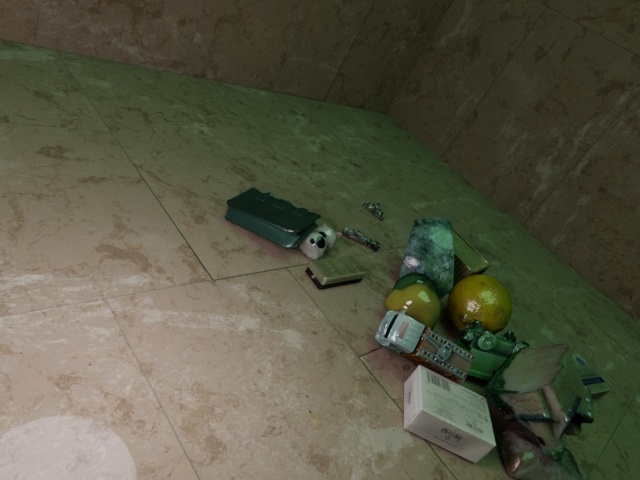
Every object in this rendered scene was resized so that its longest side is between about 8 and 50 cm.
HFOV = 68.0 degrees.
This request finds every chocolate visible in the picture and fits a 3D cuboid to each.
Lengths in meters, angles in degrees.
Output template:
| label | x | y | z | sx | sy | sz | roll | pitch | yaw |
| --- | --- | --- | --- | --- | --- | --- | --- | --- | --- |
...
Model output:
| label | x | y | z | sx | sy | sz | roll | pitch | yaw |
| --- | --- | --- | --- | --- | --- | --- | --- | --- | --- |
| chocolate | 0.725 | 0.709 | 1.537 | 0.303 | 0.100 | 0.185 | 27 | 27 | -13 |

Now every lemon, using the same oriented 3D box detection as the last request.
| label | x | y | z | sx | sy | sz | roll | pitch | yaw |
| --- | --- | --- | --- | --- | --- | --- | --- | --- | --- |
| lemon | 0.651 | 0.273 | 1.950 | 0.258 | 0.257 | 0.310 | 42 | 30 | 18 |

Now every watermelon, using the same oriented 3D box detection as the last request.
| label | x | y | z | sx | sy | sz | roll | pitch | yaw |
| --- | --- | --- | --- | --- | --- | --- | --- | --- | --- |
| watermelon | 0.471 | 0.097 | 2.112 | 0.229 | 0.386 | 0.258 | 8 | -11 | 8 |

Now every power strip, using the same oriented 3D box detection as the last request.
| label | x | y | z | sx | sy | sz | roll | pitch | yaw |
| --- | --- | --- | --- | --- | --- | --- | --- | --- | --- |
| power strip | 0.060 | 0.121 | 1.835 | 0.257 | 0.070 | 0.105 | -7 | 46 | -45 |

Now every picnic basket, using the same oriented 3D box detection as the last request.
| label | x | y | z | sx | sy | sz | roll | pitch | yaw |
| --- | --- | --- | --- | --- | --- | --- | --- | --- | --- |
| picnic basket | 0.619 | 0.085 | 2.292 | 0.228 | 0.175 | 0.312 | -10 | 53 | -50 |

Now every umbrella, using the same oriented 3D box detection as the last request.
| label | x | y | z | sx | sy | sz | roll | pitch | yaw |
| --- | --- | --- | --- | --- | --- | --- | --- | --- | --- |
| umbrella | 0.189 | -0.013 | 2.170 | 0.188 | 0.050 | 0.046 | 28 | 8 | -5 |

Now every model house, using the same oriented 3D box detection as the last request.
| label | x | y | z | sx | sy | sz | roll | pitch | yaw |
| --- | --- | --- | --- | --- | --- | --- | --- | --- | --- |
| model house | 0.734 | 0.531 | 1.547 | 0.298 | 0.243 | 0.284 | -28 | 88 | -42 |

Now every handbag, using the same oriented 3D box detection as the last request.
| label | x | y | z | sx | sy | sz | roll | pitch | yaw |
| --- | --- | --- | --- | --- | --- | --- | --- | --- | --- |
| handbag | -0.187 | -0.095 | 1.849 | 0.327 | 0.089 | 0.238 | 23 | 31 | 16 |

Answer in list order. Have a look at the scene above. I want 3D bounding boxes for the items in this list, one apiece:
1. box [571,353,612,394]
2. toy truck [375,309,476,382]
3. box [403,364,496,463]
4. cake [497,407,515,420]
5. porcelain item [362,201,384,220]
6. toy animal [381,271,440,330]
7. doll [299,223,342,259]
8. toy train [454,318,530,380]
| label | x | y | z | sx | sy | sz | roll | pitch | yaw |
| --- | --- | --- | --- | --- | --- | --- | --- | --- | --- |
| box | 1.088 | 0.594 | 2.055 | 0.344 | 0.065 | 0.200 | 7 | 37 | -36 |
| toy truck | 0.346 | 0.351 | 1.566 | 0.306 | 0.136 | 0.162 | 30 | -14 | -6 |
| box | 0.394 | 0.535 | 1.476 | 0.261 | 0.111 | 0.194 | 30 | 28 | -5 |
| cake | 0.758 | 0.569 | 1.729 | 0.246 | 0.135 | 0.112 | 9 | 38 | -33 |
| porcelain item | 0.288 | -0.169 | 2.462 | 0.136 | 0.075 | 0.021 | 39 | 32 | 13 |
| toy animal | 0.361 | 0.245 | 1.793 | 0.216 | 0.191 | 0.338 | 43 | 31 | -4 |
| doll | -0.005 | 0.004 | 1.913 | 0.110 | 0.106 | 0.181 | 37 | 33 | 13 |
| toy train | 0.630 | 0.422 | 1.769 | 0.301 | 0.202 | 0.120 | 20 | 14 | -19 |
